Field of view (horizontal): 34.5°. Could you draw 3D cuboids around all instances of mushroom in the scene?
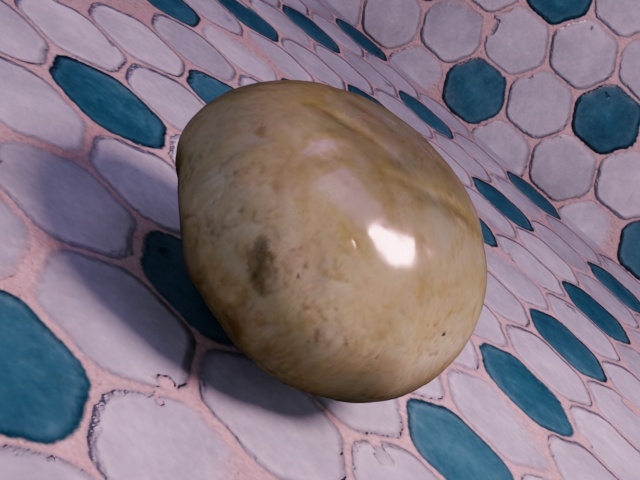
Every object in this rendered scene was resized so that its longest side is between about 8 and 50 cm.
[{"bbox_3d":[0.000,0.000,1.022,0.352,0.260,0.352,33,29,-21],"label":"mushroom"}]
